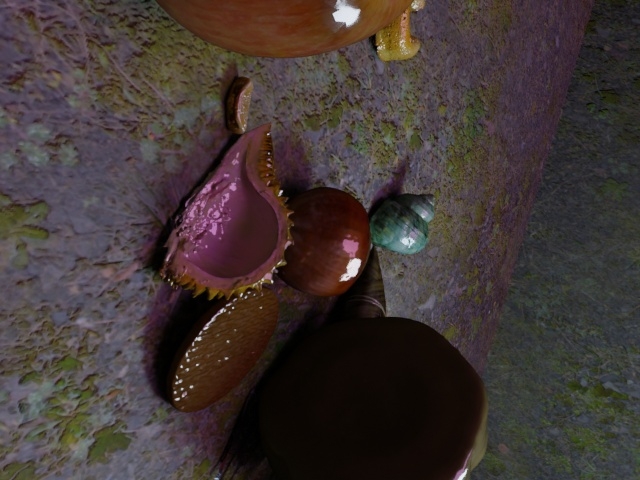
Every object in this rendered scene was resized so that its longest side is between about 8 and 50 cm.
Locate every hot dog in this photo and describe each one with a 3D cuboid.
[{"bbox_3d":[-0.130,-0.212,1.105,0.034,0.030,0.090,-8,112,-60],"label":"hot dog"}]

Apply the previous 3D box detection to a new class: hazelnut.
[{"bbox_3d":[0.000,0.000,1.329,0.214,0.176,0.215,-3,95,-36],"label":"hazelnut"}]

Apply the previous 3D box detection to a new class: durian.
[{"bbox_3d":[-0.127,-0.018,1.164,0.196,0.185,0.305,105,6,-66],"label":"durian"}]

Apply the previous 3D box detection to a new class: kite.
[{"bbox_3d":[-0.172,0.443,1.431,0.286,0.015,0.152,-64,151,-26],"label":"kite"}]

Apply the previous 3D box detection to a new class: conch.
[{"bbox_3d":[0.209,-0.046,1.758,0.176,0.121,0.188,56,48,-28],"label":"conch"}]

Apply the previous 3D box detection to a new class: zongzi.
[{"bbox_3d":[0.128,0.167,1.751,0.248,0.111,0.241,60,46,-62],"label":"zongzi"}]

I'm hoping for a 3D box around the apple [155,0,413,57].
[{"bbox_3d":[-0.041,-0.402,0.820,0.391,0.346,0.392,-47,149,-39],"label":"apple"}]

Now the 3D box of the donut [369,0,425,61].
[{"bbox_3d":[0.167,-0.464,1.477,0.146,0.078,0.181,0,104,-65],"label":"donut"}]

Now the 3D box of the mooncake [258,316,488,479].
[{"bbox_3d":[0.112,0.386,1.450,0.467,0.466,0.262,-51,146,-36],"label":"mooncake"}]

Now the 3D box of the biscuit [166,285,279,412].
[{"bbox_3d":[-0.167,0.183,1.213,0.262,0.037,0.262,-43,152,-29],"label":"biscuit"}]
